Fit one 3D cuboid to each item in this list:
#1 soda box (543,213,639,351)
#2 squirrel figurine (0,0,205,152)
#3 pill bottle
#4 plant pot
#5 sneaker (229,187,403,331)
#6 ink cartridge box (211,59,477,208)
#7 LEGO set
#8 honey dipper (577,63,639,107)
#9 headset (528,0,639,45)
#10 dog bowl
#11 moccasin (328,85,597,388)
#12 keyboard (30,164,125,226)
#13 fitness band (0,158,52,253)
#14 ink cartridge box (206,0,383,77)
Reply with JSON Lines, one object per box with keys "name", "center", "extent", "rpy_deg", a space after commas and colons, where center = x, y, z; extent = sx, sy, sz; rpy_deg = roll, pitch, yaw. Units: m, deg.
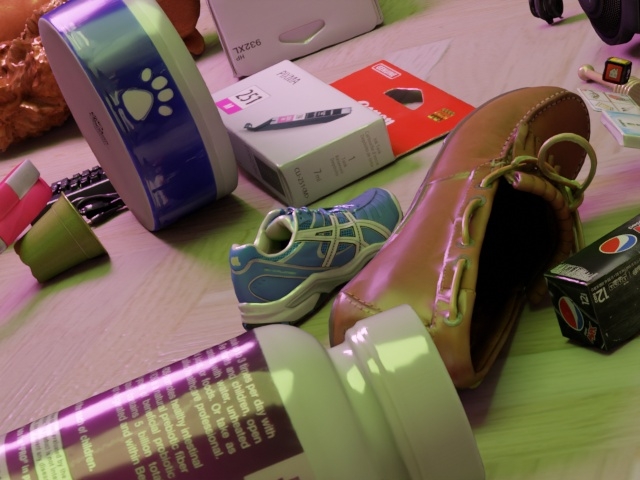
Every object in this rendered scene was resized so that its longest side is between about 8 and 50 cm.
{"name": "soda box", "center": [0.250, 0.015, 1.196], "extent": [0.169, 0.060, 0.053], "rpy_deg": [-29, 23, -22]}
{"name": "squirrel figurine", "center": [-0.355, -0.295, 2.356], "extent": [0.371, 0.281, 0.397], "rpy_deg": [-10, 35, 0]}
{"name": "pill bottle", "center": [-0.059, 0.153, 0.996], "extent": [0.302, 0.169, 0.169], "rpy_deg": [-23, 21, -3]}
{"name": "plant pot", "center": [-0.284, 0.004, 1.729], "extent": [0.079, 0.083, 0.083], "rpy_deg": [-37, 22, -5]}
{"name": "sneaker", "center": [0.000, 0.000, 1.443], "extent": [0.080, 0.081, 0.211], "rpy_deg": [-3, 26, 43]}
{"name": "ink cartridge box", "center": [0.016, -0.145, 1.786], "extent": [0.239, 0.060, 0.275], "rpy_deg": [-27, 27, -13]}
{"name": "LEGO set", "center": [0.322, -0.124, 1.384], "extent": [0.183, 0.060, 0.244], "rpy_deg": [7, 19, -6]}
{"name": "honey dipper", "center": [0.293, -0.160, 1.633], "extent": [0.030, 0.030, 0.160], "rpy_deg": [-24, 18, -6]}
{"name": "headset", "center": [0.375, -0.282, 1.768], "extent": [0.243, 0.185, 0.394], "rpy_deg": [-29, 37, -31]}
{"name": "dog bowl", "center": [-0.197, -0.146, 1.735], "extent": [0.104, 0.265, 0.265], "rpy_deg": [-30, 22, -13]}
{"name": "moccasin", "center": [0.143, -0.010, 1.254], "extent": [0.147, 0.139, 0.380], "rpy_deg": [-1, 25, 30]}
{"name": "keyboard", "center": [-0.206, -0.088, 1.933], "extent": [0.317, 0.033, 0.201], "rpy_deg": [-23, 21, -2]}
{"name": "fitness band", "center": [-0.401, 0.010, 1.775], "extent": [0.209, 0.054, 0.291], "rpy_deg": [-34, 12, 25]}
{"name": "ink cartridge box", "center": [-0.053, -0.361, 2.320], "extent": [0.223, 0.129, 0.307], "rpy_deg": [-21, 21, 0]}
